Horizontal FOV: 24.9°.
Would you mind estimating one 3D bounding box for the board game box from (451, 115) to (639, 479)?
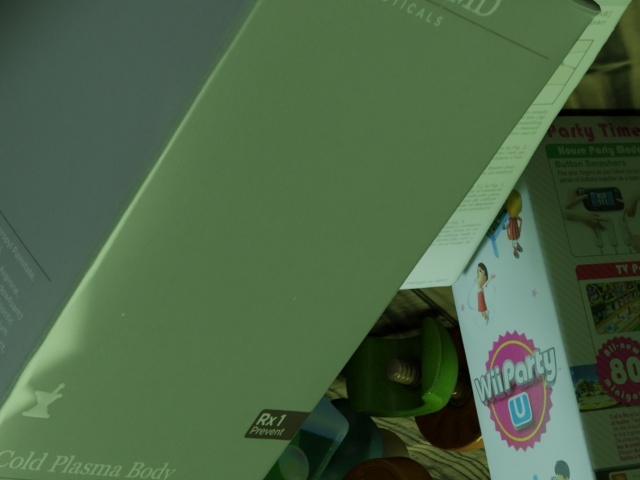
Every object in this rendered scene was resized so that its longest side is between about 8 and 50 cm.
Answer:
[{"bbox_3d":[0.202,0.087,0.762,0.224,0.303,0.097,-2,162,-24],"label":"board game box"}]

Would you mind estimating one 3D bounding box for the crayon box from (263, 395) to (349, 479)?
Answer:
[{"bbox_3d":[-0.137,0.112,0.533,0.083,0.203,0.323,-25,-159,42],"label":"crayon box"}]

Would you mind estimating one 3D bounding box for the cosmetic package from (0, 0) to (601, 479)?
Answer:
[{"bbox_3d":[-0.042,-0.015,0.439,0.127,0.107,0.238,12,121,-47],"label":"cosmetic package"}]

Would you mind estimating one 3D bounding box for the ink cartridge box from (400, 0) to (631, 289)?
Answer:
[{"bbox_3d":[0.012,-0.056,0.657,0.189,0.066,0.232,-3,141,-22],"label":"ink cartridge box"}]

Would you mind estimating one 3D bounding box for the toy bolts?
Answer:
[{"bbox_3d":[0.063,0.187,1.199,0.158,0.218,0.228,23,152,-39],"label":"toy bolts"}]
